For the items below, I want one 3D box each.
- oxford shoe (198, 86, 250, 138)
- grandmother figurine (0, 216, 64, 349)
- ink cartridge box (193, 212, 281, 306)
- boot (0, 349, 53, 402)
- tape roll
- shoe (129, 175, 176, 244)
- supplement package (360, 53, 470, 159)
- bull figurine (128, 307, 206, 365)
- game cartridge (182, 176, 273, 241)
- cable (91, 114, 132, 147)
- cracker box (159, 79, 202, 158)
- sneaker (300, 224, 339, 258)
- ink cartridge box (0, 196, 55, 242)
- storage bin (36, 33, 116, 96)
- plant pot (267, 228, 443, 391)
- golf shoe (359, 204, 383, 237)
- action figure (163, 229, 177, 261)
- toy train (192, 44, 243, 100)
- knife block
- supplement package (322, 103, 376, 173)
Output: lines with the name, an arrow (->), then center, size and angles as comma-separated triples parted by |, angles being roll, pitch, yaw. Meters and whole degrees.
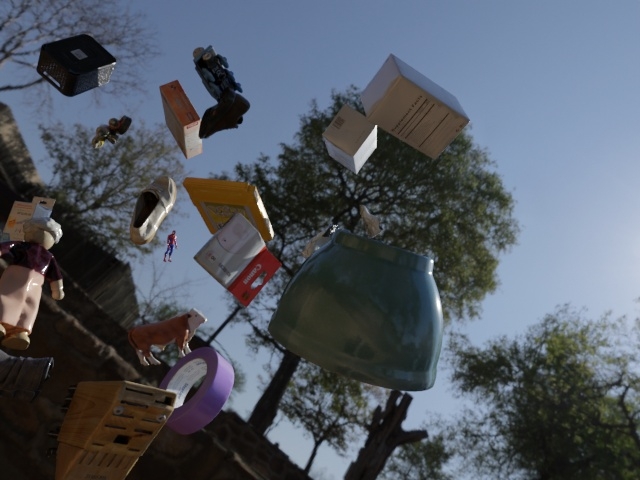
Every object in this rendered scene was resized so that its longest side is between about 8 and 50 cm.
oxford shoe -> -0.271, -0.332, 1.270 | 0.096, 0.083, 0.227 | 18, -23, -35
grandmother figurine -> -0.734, 0.080, 1.126 | 0.103, 0.343, 0.208 | -13, -38, 15
ink cartridge box -> -0.238, 0.062, 1.387 | 0.232, 0.189, 0.066 | 47, -23, -18
boot -> -0.866, 0.390, 1.197 | 0.222, 0.118, 0.338 | 30, -52, -32
tape roll -> -0.425, 0.498, 1.528 | 0.274, 0.275, 0.090 | 0, -43, 48
shoe -> -0.423, -0.090, 1.152 | 0.076, 0.219, 0.058 | 5, -37, 4
supplement package -> 0.304, -0.434, 1.490 | 0.292, 0.178, 0.175 | 24, -53, -24
bull figurine -> -0.614, 0.393, 1.861 | 0.101, 0.310, 0.189 | 156, -77, -75
game cartridge -> -0.353, -0.116, 1.786 | 0.285, 0.053, 0.324 | 6, -31, 14
cable -> -0.687, -0.376, 1.496 | 0.072, 0.139, 0.287 | 42, 1, -33
cracker box -> -0.456, -0.392, 1.501 | 0.156, 0.067, 0.232 | 59, -19, 7
sneaker -> 0.000, 0.000, 2.044 | 0.086, 0.237, 0.085 | 7, -53, 44
ink cartridge box -> -0.938, -0.064, 1.458 | 0.104, 0.182, 0.061 | 7, -15, 19
storage bin -> -0.702, -0.508, 1.315 | 0.122, 0.180, 0.084 | 42, -51, -7
plant pot -> 0.079, 0.095, 0.766 | 0.292, 0.197, 0.293 | 18, 3, -1
golf shoe -> 0.237, -0.101, 2.123 | 0.085, 0.069, 0.176 | -22, -58, 6
action figure -> -0.531, 0.020, 1.620 | 0.030, 0.115, 0.038 | 14, 5, 39
toy train -> -0.284, -0.445, 1.237 | 0.105, 0.080, 0.184 | 39, -9, 25
knife block -> -0.360, 0.275, 0.759 | 0.088, 0.276, 0.242 | 28, 14, -35
supplement package -> 0.109, -0.352, 1.620 | 0.133, 0.139, 0.244 | 36, -1, 9
